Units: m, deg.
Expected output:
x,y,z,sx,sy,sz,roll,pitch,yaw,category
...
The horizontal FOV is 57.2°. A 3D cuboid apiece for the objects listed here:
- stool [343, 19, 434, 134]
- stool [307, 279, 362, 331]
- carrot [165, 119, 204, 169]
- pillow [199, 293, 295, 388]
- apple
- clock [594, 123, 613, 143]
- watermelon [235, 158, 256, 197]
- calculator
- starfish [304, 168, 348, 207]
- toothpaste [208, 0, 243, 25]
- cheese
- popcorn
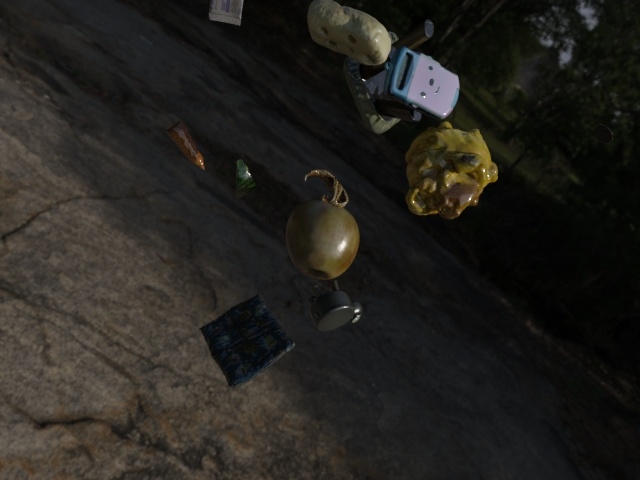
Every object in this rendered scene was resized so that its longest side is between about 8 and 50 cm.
x,y,z,sx,sy,sz,roll,pitch,yaw,category
0.281,-0.566,2.059,0.226,0.310,0.310,5,-51,51,stool
0.044,0.243,2.133,0.228,0.153,0.139,31,26,-55,stool
-0.503,-0.358,2.251,0.205,0.072,0.072,55,13,-16,carrot
-0.189,0.246,1.480,0.255,0.189,0.034,45,-18,50,pillow
0.000,0.000,1.951,0.257,0.234,0.257,20,-19,7,apple
1.013,-0.380,2.101,0.083,0.010,0.074,46,-22,54,clock
-0.276,-0.192,2.011,0.092,0.075,0.181,47,-18,5,watermelon
0.320,-0.499,1.862,0.293,0.173,0.051,18,0,-28,calculator
0.018,-0.151,1.672,0.146,0.074,0.190,50,0,-15,starfish
-0.305,-0.839,1.931,0.099,0.282,0.068,33,53,8,toothpaste
0.084,-0.613,1.747,0.263,0.093,0.159,26,-11,13,cheese
0.419,-0.221,1.861,0.297,0.316,0.281,5,-10,-5,popcorn
